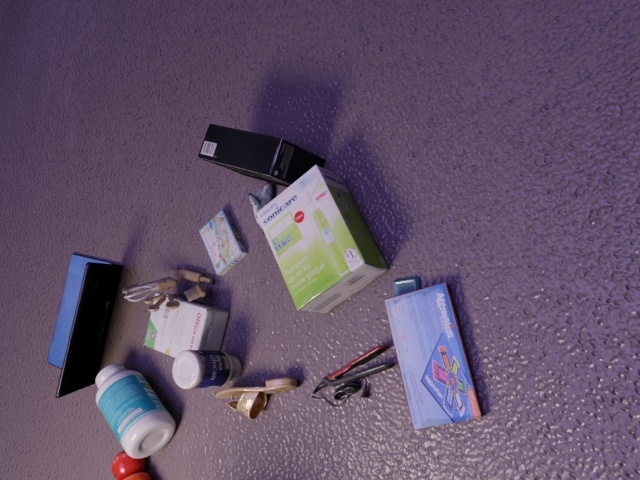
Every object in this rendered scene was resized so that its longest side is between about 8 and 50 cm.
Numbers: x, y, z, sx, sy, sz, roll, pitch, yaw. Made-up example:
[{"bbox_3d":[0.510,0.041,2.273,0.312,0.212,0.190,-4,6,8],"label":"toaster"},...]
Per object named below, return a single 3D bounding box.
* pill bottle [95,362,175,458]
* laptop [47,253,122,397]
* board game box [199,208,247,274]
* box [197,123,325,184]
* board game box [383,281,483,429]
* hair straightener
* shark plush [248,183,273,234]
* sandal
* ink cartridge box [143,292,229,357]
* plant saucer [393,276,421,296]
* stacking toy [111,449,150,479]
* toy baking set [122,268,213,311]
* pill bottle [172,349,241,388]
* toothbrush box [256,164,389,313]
[{"bbox_3d":[-0.528,0.463,1.705,0.264,0.146,0.146,41,104,33],"label":"pill bottle"},{"bbox_3d":[-0.779,0.239,1.880,0.237,0.408,0.381,11,86,2],"label":"laptop"},{"bbox_3d":[-0.271,0.004,1.697,0.103,0.026,0.154,-39,61,22],"label":"board game box"},{"bbox_3d":[-0.151,-0.209,1.562,0.261,0.184,0.103,18,89,36],"label":"box"},{"bbox_3d":[0.233,0.241,1.284,0.145,0.027,0.281,-19,71,23],"label":"board game box"},{"bbox_3d":[0.071,0.321,1.381,0.231,0.047,0.089,-32,63,25],"label":"hair straightener"},{"bbox_3d":[-0.140,-0.072,1.608,0.067,0.073,0.161,-16,63,-1],"label":"shark plush"},{"bbox_3d":[-0.162,0.398,1.502,0.240,0.088,0.079,-19,64,25],"label":"sandal"},{"bbox_3d":[-0.368,0.241,1.674,0.213,0.093,0.154,10,87,37],"label":"ink cartridge box"},{"bbox_3d":[0.194,0.176,1.346,0.067,0.018,0.191,-11,73,32],"label":"plant saucer"},{"bbox_3d":[-0.480,0.709,1.638,0.141,0.141,0.330,-45,54,19],"label":"stacking toy"},{"bbox_3d":[-0.430,0.128,1.695,0.256,0.197,0.030,14,121,39],"label":"toy baking set"},{"bbox_3d":[-0.282,0.325,1.549,0.094,0.169,0.094,-7,77,33],"label":"pill bottle"},{"bbox_3d":[0.000,0.000,1.454,0.206,0.122,0.283,-36,61,23],"label":"toothbrush box"}]
